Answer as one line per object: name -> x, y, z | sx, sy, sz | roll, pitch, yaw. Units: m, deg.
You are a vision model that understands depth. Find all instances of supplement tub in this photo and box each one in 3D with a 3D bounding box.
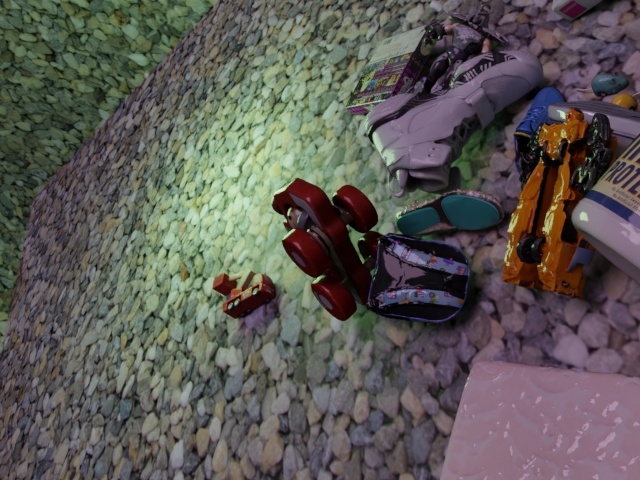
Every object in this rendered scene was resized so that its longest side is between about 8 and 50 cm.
supplement tub -> 0.518, -0.078, 0.951 | 0.325, 0.235, 0.235 | -51, 35, 8

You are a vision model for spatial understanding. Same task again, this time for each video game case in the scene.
video game case -> 0.169, -0.404, 1.760 | 0.210, 0.042, 0.232 | -61, 23, -9

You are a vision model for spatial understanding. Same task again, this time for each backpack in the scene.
backpack -> 0.186, 0.073, 1.327 | 0.173, 0.117, 0.158 | 7, 81, 23

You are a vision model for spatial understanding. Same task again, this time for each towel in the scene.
towel -> 0.314, 0.330, 1.030 | 0.332, 0.053, 0.317 | -3, 62, 50

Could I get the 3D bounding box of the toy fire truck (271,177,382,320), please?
toy fire truck -> 0.000, 0.000, 1.466 | 0.169, 0.302, 0.254 | -43, 36, -16

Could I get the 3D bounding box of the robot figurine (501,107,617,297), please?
robot figurine -> 0.378, -0.063, 1.161 | 0.211, 0.085, 0.291 | -168, 94, -70

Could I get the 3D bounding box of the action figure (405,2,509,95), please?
action figure -> 0.283, -0.382, 1.585 | 0.185, 0.099, 0.285 | 41, 104, 38

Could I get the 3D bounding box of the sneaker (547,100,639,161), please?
sneaker -> 0.469, -0.168, 1.200 | 0.258, 0.094, 0.091 | 37, 134, 56

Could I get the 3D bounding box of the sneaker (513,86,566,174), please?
sneaker -> 0.395, -0.206, 1.337 | 0.069, 0.082, 0.209 | -11, 53, 48

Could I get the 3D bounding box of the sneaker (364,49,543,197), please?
sneaker -> 0.273, -0.215, 1.431 | 0.365, 0.137, 0.210 | -20, 58, 16

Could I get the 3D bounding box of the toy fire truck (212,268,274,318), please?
toy fire truck -> -0.189, 0.117, 1.805 | 0.192, 0.047, 0.135 | -31, 41, 31

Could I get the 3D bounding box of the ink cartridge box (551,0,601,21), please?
ink cartridge box -> 0.556, -0.601, 1.435 | 0.186, 0.065, 0.311 | -29, 43, 60

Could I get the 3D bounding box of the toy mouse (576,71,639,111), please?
toy mouse -> 0.487, -0.250, 1.302 | 0.161, 0.031, 0.143 | -45, 36, 16

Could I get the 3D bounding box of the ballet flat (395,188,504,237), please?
ballet flat -> 0.248, -0.061, 1.402 | 0.241, 0.091, 0.077 | -6, 26, 43
